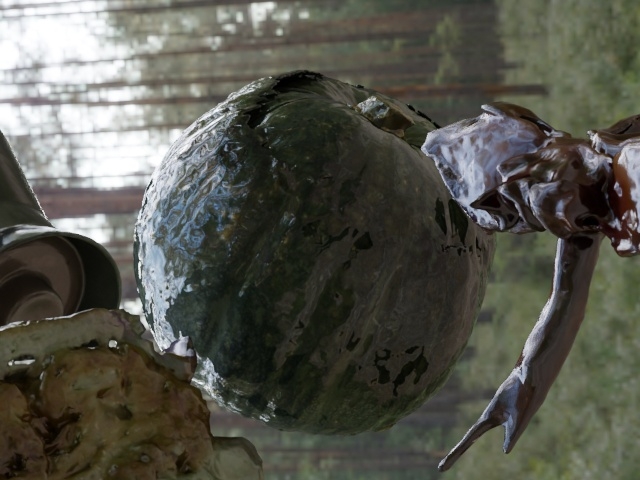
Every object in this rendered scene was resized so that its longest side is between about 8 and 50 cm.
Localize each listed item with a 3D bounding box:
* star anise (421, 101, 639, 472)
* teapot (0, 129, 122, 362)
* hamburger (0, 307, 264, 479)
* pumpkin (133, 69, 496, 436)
[{"bbox_3d":[0.114,0.015,0.513,0.158,0.140,0.144,-66,-28,-79],"label":"star anise"},{"bbox_3d":[-0.391,-0.013,1.329,0.253,0.344,0.300,-39,-42,-21],"label":"teapot"},{"bbox_3d":[-0.219,0.171,0.797,0.277,0.318,0.195,-35,75,50],"label":"hamburger"},{"bbox_3d":[0.000,0.000,1.029,0.257,0.291,0.327,-61,7,19],"label":"pumpkin"}]
